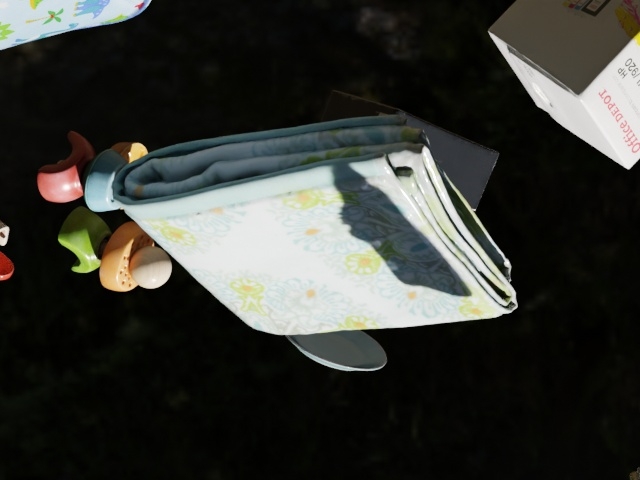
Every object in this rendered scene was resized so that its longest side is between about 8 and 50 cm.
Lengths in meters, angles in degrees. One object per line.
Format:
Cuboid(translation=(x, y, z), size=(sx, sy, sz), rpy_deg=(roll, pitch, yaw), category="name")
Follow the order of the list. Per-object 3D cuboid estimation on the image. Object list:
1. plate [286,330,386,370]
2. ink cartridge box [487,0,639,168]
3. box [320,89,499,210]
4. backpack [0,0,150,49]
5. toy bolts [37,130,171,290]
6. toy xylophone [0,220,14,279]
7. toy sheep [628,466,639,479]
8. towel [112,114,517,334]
Cuboid(translation=(0.017, 0.170, 2.411), size=(0.188, 0.024, 0.188), rpy_deg=(19, -162, -6), category="plate")
Cuboid(translation=(0.350, -0.240, 1.699), size=(0.168, 0.233, 0.171), rpy_deg=(44, -179, 41), category="ink cartridge box")
Cuboid(translation=(0.125, -0.140, 2.256), size=(0.184, 0.103, 0.261), rpy_deg=(18, -175, -23), category="box")
Cuboid(translation=(-0.319, -0.308, 1.412), size=(0.355, 0.273, 0.290), rpy_deg=(-30, 162, -32), category="backpack")
Cuboid(translation=(-0.267, -0.059, 2.071), size=(0.158, 0.218, 0.228), rpy_deg=(19, 152, 22), category="toy bolts")
Cuboid(translation=(-0.611, 0.007, 2.185), size=(0.322, 0.236, 0.081), rpy_deg=(-36, 166, -44), category="toy xylophone")
Cuboid(translation=(0.262, 0.186, 1.058), size=(0.132, 0.091, 0.091), rpy_deg=(-46, 157, 17), category="toy sheep")
Cuboid(translation=(0.000, 0.000, 1.647), size=(0.374, 0.090, 0.320), rpy_deg=(-6, 144, 29), category="towel")
